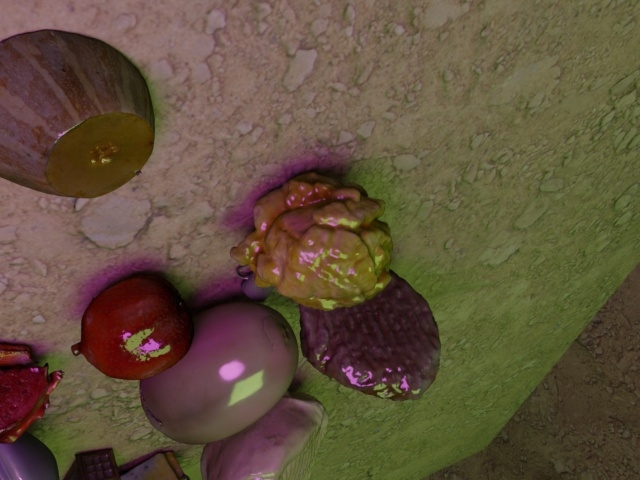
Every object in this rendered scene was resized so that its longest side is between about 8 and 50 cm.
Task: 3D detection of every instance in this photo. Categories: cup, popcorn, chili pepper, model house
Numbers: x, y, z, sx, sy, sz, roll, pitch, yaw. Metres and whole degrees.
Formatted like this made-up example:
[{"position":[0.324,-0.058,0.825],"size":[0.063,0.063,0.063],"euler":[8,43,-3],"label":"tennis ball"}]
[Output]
[{"position":[-0.108,0.059,1.048],"size":[0.083,0.075,0.054],"euler":[-50,178,19],"label":"cup"},{"position":[0.000,0.000,0.920],"size":[0.259,0.259,0.212],"euler":[16,98,-47],"label":"popcorn"},{"position":[-0.526,0.175,0.884],"size":[0.178,0.027,0.045],"euler":[16,119,-47],"label":"chili pepper"},{"position":[-0.395,0.662,1.397],"size":[0.194,0.211,0.170],"euler":[-26,146,-28],"label":"model house"}]

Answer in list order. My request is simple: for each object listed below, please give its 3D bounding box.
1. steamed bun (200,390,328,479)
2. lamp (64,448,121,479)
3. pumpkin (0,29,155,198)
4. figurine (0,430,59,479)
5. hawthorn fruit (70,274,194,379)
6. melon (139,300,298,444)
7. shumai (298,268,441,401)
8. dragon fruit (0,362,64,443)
[{"position":[-0.148,0.514,1.392],"size":[0.352,0.247,0.339],"euler":[-47,153,-50],"label":"steamed bun"},{"position":[-0.567,0.610,1.330],"size":[0.090,0.089,0.325],"euler":[7,130,-43],"label":"lamp"},{"position":[-0.284,-0.116,0.652],"size":[0.217,0.110,0.217],"euler":[-25,144,-20],"label":"pumpkin"},{"position":[-0.643,0.411,0.959],"size":[0.382,0.205,0.224],"euler":[5,157,-23],"label":"figurine"},{"position":[-0.297,0.145,0.910],"size":[0.188,0.169,0.169],"euler":[-30,145,-4],"label":"hawthorn fruit"},{"position":[-0.187,0.240,1.043],"size":[0.317,0.223,0.223],"euler":[-32,146,17],"label":"melon"},{"position":[0.093,0.225,1.182],"size":[0.267,0.314,0.262],"euler":[-32,151,-22],"label":"shumai"},{"position":[-0.548,0.291,0.905],"size":[0.274,0.126,0.161],"euler":[-4,149,-21],"label":"dragon fruit"}]
